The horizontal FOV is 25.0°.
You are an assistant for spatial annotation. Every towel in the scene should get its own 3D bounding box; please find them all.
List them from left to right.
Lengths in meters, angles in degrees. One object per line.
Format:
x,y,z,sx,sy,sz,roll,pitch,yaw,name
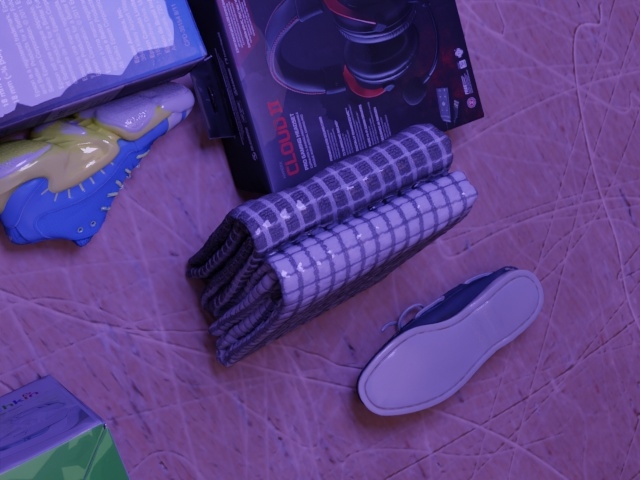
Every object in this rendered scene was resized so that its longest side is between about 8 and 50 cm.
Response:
0.000,0.000,1.454,0.235,0.284,0.121,-28,83,-23,towel

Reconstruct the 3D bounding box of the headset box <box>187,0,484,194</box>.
0.001,-0.187,1.513,0.293,0.110,0.218,-21,105,-21,headset box

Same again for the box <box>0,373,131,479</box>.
-0.239,0.286,1.392,0.127,0.231,0.262,-25,106,-19,box

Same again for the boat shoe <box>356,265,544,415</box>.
0.136,0.109,1.628,0.254,0.079,0.095,-38,107,-19,boat shoe

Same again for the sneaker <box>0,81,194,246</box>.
-0.229,-0.072,1.448,0.240,0.091,0.126,-24,124,-21,sneaker

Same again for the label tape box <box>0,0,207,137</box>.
-0.307,-0.224,1.347,0.334,0.106,0.240,-21,93,-17,label tape box
